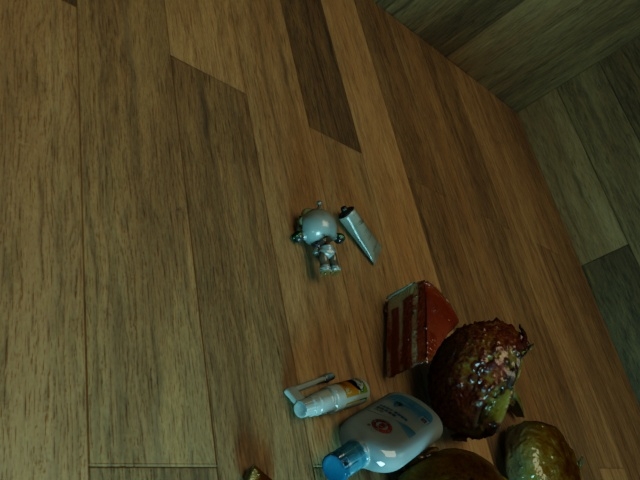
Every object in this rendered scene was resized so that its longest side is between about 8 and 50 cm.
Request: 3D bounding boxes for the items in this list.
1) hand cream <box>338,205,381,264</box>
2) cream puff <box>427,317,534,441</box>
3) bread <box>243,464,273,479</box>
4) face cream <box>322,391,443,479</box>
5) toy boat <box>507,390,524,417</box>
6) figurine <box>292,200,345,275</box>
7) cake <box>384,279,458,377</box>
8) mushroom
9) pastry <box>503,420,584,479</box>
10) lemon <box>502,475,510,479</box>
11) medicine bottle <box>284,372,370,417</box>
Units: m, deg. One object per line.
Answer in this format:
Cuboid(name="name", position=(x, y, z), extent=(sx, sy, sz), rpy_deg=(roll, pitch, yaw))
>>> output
Cuboid(name="hand cream", position=(0.114, -0.023, 1.922), extent=(0.186, 0.054, 0.087), rpy_deg=(52, 37, -21))
Cuboid(name="cream puff", position=(0.401, 0.357, 1.781), extent=(0.229, 0.350, 0.350), rpy_deg=(20, 29, 17))
Cuboid(name="bread", position=(-0.105, 0.451, 1.245), extent=(0.083, 0.036, 0.047), rpy_deg=(44, 27, -18))
Cuboid(name="face cream", position=(0.127, 0.432, 1.483), extent=(0.163, 0.080, 0.337), rpy_deg=(29, 25, 32))
Cuboid(name="toy boat", position=(0.573, 0.492, 2.087), extent=(0.172, 0.065, 0.066), rpy_deg=(41, 58, -30))
Cuboid(name="figurine", position=(-0.001, 0.000, 1.714), extent=(0.147, 0.093, 0.197), rpy_deg=(2, 67, -27))
Cuboid(name="cake", position=(0.265, 0.262, 1.784), extent=(0.160, 0.158, 0.262), rpy_deg=(36, 40, -28))
Cuboid(name="mushroom", position=(0.276, 0.567, 1.481), extent=(0.283, 0.263, 0.195), rpy_deg=(37, -22, 39))
Cuboid(name="pastry", position=(0.649, 0.679, 1.963), extent=(0.330, 0.136, 0.329), rpy_deg=(34, 41, -35))
Cuboid(name="lemon", position=(0.409, 0.655, 1.618), extent=(0.256, 0.188, 0.188), rpy_deg=(54, 33, -8))
Cuboid(name="medicine bottle", position=(0.016, 0.336, 1.488), extent=(0.092, 0.061, 0.221), rpy_deg=(45, 25, 28))
